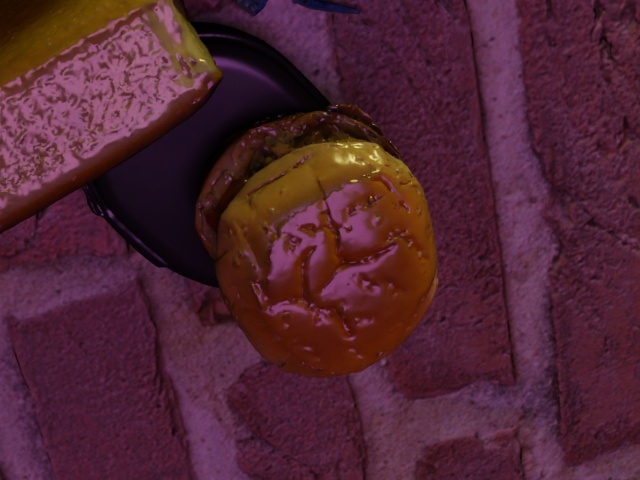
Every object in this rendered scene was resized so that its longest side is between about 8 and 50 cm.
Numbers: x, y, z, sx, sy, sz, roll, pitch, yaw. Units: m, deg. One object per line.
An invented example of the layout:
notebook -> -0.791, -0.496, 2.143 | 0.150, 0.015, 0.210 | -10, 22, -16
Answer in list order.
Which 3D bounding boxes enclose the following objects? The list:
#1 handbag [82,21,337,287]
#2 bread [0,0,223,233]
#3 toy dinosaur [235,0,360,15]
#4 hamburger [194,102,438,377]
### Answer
handbag -> -0.106, -0.083, 1.557 | 0.254, 0.093, 0.308 | -40, 119, 10
bread -> -0.269, -0.148, 1.349 | 0.333, 0.323, 0.143 | -30, 120, 4
toy dinosaur -> -0.093, -0.296, 1.454 | 0.144, 0.076, 0.329 | -50, 120, -20
hamburger -> 0.000, 0.000, 1.478 | 0.244, 0.163, 0.244 | -5, 118, -9
